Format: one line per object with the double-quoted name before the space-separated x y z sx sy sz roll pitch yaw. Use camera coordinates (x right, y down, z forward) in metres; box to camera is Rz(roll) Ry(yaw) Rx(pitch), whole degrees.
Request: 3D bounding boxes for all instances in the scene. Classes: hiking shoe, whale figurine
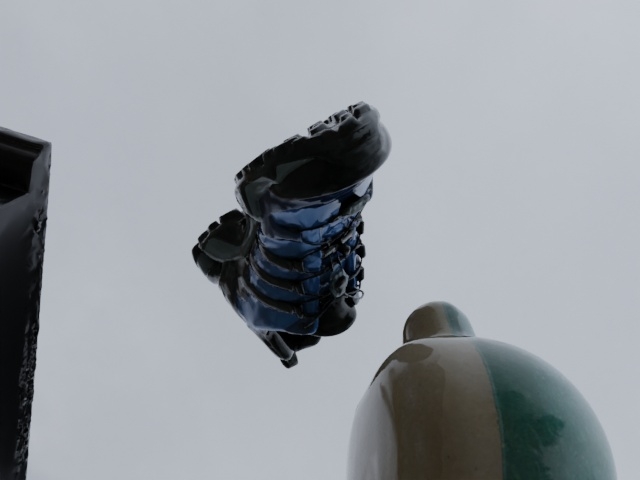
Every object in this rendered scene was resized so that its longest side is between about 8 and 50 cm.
"hiking shoe" 0.000 0.000 0.823 0.132 0.113 0.304 56 -23 6
"whale figurine" 0.088 0.147 0.680 0.272 0.141 0.216 147 -54 -80

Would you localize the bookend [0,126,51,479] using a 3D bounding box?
"bookend" -0.156 0.054 0.322 0.072 0.157 0.156 17 -65 14
